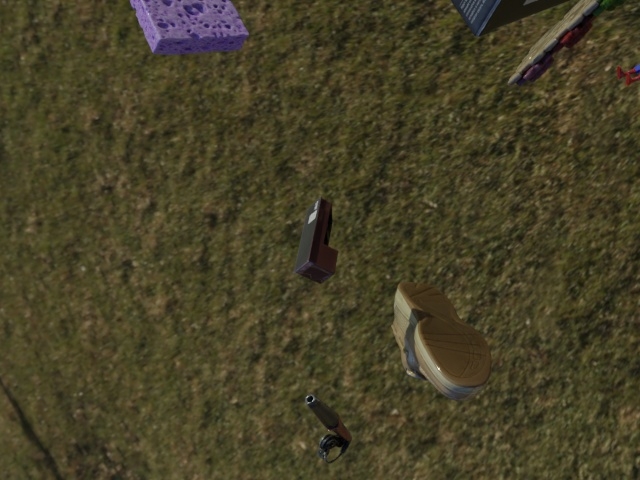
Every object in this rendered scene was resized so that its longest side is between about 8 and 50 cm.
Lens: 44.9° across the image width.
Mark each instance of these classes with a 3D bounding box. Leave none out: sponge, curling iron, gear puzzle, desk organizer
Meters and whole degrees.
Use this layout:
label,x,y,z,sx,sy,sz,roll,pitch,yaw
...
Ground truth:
label,x,y,z,sx,sy,sz,roll,pitch,yaw
sponge,-0.177,-0.312,0.920,0.031,0.117,0.210,-49,60,51
curling iron,0.012,0.315,1.305,0.035,0.068,0.274,36,161,26
gear puzzle,0.432,-0.362,1.176,0.044,0.175,0.339,43,135,-3
desk organizer,0.000,0.000,1.238,0.050,0.130,0.047,26,142,-20

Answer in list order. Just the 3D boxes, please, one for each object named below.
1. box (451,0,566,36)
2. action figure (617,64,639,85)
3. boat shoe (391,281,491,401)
label,x,y,z,sx,sy,sz,roll,pitch,yaw
box,0.335,-0.627,1.429,0.395,0.293,0.212,61,160,14
action figure,0.483,-0.254,1.102,0.038,0.115,0.030,-116,9,-54
boat shoe,0.198,0.186,1.324,0.122,0.341,0.110,10,109,-10
